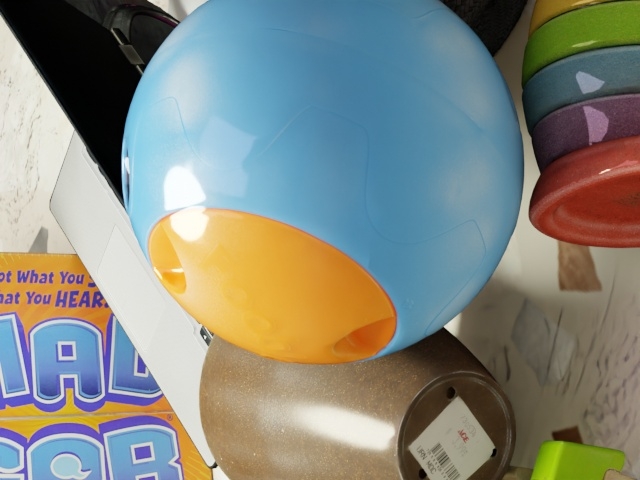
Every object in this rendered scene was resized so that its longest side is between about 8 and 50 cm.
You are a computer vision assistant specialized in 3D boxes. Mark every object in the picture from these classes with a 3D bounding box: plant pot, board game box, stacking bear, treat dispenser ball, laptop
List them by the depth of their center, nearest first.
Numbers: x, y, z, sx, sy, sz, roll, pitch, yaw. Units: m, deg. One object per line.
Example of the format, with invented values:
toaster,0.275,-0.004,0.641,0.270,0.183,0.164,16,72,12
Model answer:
treat dispenser ball,0.002,-0.054,1.092,0.288,0.288,0.288,-3,86,55
stacking bear,0.227,-0.153,1.110,0.164,0.175,0.289,-17,65,46
plant pot,0.047,0.139,1.215,0.230,0.215,0.215,12,99,61
laptop,-0.215,-0.026,1.415,0.382,0.236,0.408,55,137,29
board game box,-0.373,0.222,1.753,0.356,0.356,0.356,-20,73,52

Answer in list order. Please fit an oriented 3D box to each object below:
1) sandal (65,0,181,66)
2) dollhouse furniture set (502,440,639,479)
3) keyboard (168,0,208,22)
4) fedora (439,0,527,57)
sandal,-0.151,-0.149,1.630,0.446,0.167,0.107,56,141,28
dollhouse furniture set,0.170,0.267,1.241,0.301,0.151,0.197,-19,51,71
keyboard,-0.105,-0.286,1.699,0.256,0.014,0.072,4,97,55
fedora,0.070,-0.197,1.281,0.152,0.334,0.334,41,127,12
